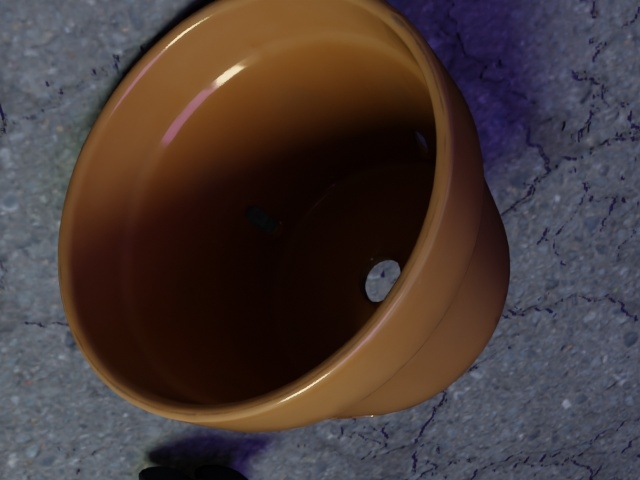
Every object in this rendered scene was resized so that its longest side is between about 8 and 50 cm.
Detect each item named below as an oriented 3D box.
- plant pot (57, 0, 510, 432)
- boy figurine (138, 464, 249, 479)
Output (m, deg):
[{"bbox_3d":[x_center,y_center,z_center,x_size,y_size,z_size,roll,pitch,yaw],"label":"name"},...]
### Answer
[{"bbox_3d":[0.000,0.000,0.775,0.291,0.291,0.203,-42,143,12],"label":"plant pot"},{"bbox_3d":[-0.140,0.343,1.016,0.177,0.092,0.285,8,99,-33],"label":"boy figurine"}]
